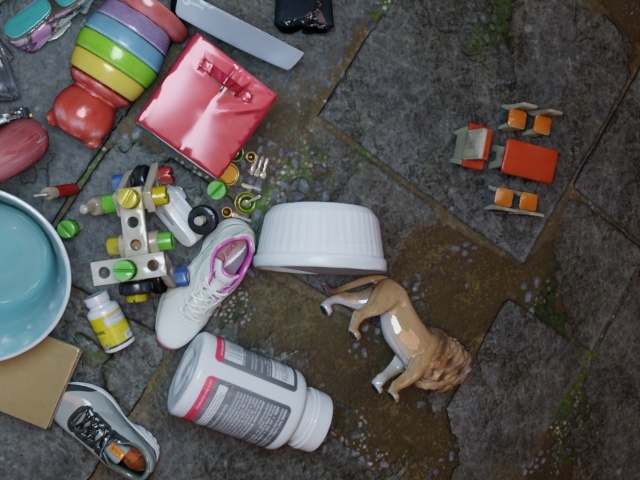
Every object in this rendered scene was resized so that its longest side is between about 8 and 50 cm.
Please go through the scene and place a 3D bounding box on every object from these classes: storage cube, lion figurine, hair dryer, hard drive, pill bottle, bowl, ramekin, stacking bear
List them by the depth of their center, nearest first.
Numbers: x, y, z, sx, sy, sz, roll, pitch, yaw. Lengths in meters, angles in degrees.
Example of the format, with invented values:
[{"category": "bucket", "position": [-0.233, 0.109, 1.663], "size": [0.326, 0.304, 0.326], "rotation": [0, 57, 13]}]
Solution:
[{"category": "hair dryer", "position": [-0.568, -0.138, 1.030], "size": [0.223, 0.293, 0.080], "rotation": [-34, 120, -16]}, {"category": "bowl", "position": [-0.595, 0.041, 1.081], "size": [0.311, 0.163, 0.312], "rotation": [-4, 105, -13]}, {"category": "stacking bear", "position": [-0.392, -0.316, 1.137], "size": [0.175, 0.164, 0.289], "rotation": [30, 90, -19]}, {"category": "storage cube", "position": [-0.225, -0.252, 1.169], "size": [0.183, 0.215, 0.193], "rotation": [35, 90, -19]}, {"category": "hard drive", "position": [-0.169, -0.411, 1.192], "size": [0.254, 0.172, 0.054], "rotation": [20, 105, -25]}, {"category": "pill bottle", "position": [-0.424, 0.160, 1.218], "size": [0.065, 0.065, 0.116], "rotation": [-25, 103, -15]}, {"category": "ramekin", "position": [0.000, 0.000, 1.250], "size": [0.272, 0.273, 0.127], "rotation": [4, 83, -19]}, {"category": "pill bottle", "position": [-0.139, 0.328, 1.274], "size": [0.318, 0.176, 0.176], "rotation": [27, 87, -19]}, {"category": "lion figurine", "position": [0.183, 0.203, 1.395], "size": [0.240, 0.142, 0.392], "rotation": [-35, 101, -20]}]

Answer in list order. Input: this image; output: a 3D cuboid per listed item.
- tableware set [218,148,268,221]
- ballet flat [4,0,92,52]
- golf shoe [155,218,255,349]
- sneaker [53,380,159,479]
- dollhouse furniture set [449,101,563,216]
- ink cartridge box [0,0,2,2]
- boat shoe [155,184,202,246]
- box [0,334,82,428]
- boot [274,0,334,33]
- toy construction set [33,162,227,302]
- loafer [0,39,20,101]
[{"category": "tableware set", "position": [-0.172, -0.121, 1.297], "size": [0.104, 0.024, 0.154], "rotation": [17, 90, -19]}, {"category": "ballet flat", "position": [-0.476, -0.427, 1.122], "size": [0.221, 0.079, 0.077], "rotation": [-38, 76, 5]}, {"category": "golf shoe", "position": [-0.234, 0.091, 1.238], "size": [0.115, 0.140, 0.306], "rotation": [33, 86, -20]}, {"category": "sneaker", "position": [-0.429, 0.380, 1.217], "size": [0.271, 0.108, 0.100], "rotation": [43, 84, -16]}, {"category": "dollhouse furniture set", "position": [0.450, -0.198, 1.443], "size": [0.259, 0.135, 0.262], "rotation": [9, 93, -20]}, {"category": "ink cartridge box", "position": [-0.596, -0.489, 0.984], "size": [0.353, 0.119, 0.207], "rotation": [-34, 101, 13]}, {"category": "boat shoe", "position": [-0.299, -0.077, 1.241], "size": [0.184, 0.066, 0.063], "rotation": [52, 52, -6]}, {"category": "box", "position": [-0.580, 0.246, 1.163], "size": [0.201, 0.021, 0.165], "rotation": [22, 88, -2]}, {"category": "boot", "position": [-0.079, -0.539, 1.246], "size": [0.246, 0.094, 0.207], "rotation": [3, 91, -25]}, {"category": "toy construction set", "position": [-0.360, -0.022, 1.087], "size": [0.308, 0.237, 0.258], "rotation": [18, 99, 0]}, {"category": "loafer", "position": [-0.594, -0.337, 1.117], "size": [0.061, 0.062, 0.170], "rotation": [-10, 101, -41]}]
